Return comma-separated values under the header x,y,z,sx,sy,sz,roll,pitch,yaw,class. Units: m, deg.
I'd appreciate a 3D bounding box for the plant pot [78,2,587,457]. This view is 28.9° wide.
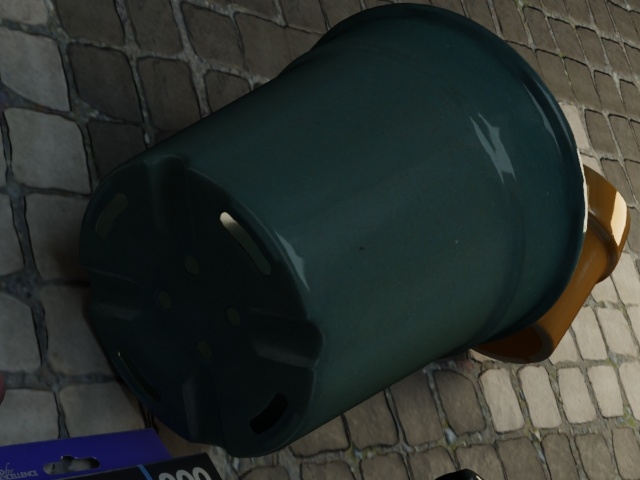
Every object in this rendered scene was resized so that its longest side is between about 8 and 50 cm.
x,y,z,sx,sy,sz,roll,pitch,yaw,class
0.000,0.000,1.063,0.334,0.341,0.341,-30,92,-46,plant pot

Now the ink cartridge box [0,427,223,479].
x,y,z,sx,sy,sz,roll,pitch,yaw,class
-0.142,0.216,0.909,0.206,0.045,0.208,1,44,-50,ink cartridge box

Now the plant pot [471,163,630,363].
x,y,z,sx,sy,sz,roll,pitch,yaw,class
0.231,0.030,1.420,0.205,0.205,0.188,41,56,-25,plant pot

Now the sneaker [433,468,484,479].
x,y,z,sx,sy,sz,roll,pitch,yaw,class
0.183,0.311,1.167,0.483,0.185,0.202,19,46,-53,sneaker

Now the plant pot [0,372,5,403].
x,y,z,sx,sy,sz,roll,pitch,yaw,class
-0.316,0.115,0.718,0.201,0.201,0.180,42,56,-24,plant pot
